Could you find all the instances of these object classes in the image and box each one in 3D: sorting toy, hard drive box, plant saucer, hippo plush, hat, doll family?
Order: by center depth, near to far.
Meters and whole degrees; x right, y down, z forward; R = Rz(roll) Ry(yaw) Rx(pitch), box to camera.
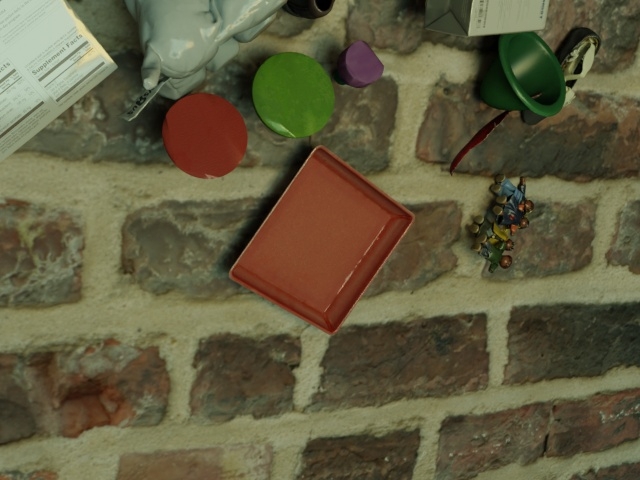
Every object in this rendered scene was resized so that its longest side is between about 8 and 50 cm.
[{"bbox_3d":[-0.218,-0.321,1.154,0.294,0.234,0.236,-42,96,-28],"label":"hippo plush"},{"bbox_3d":[-0.079,-0.195,1.323,0.365,0.126,0.127,-29,96,-22],"label":"sorting toy"},{"bbox_3d":[0.275,-0.422,1.396,0.232,0.089,0.181,-16,120,-44],"label":"hard drive box"},{"bbox_3d":[0.000,0.000,1.490,0.258,0.048,0.259,33,93,-37],"label":"plant saucer"},{"bbox_3d":[0.305,-0.258,1.568,0.208,0.183,0.173,-34,94,-45],"label":"hat"},{"bbox_3d":[0.349,-0.033,1.666,0.111,0.076,0.193,29,92,-32],"label":"doll family"}]

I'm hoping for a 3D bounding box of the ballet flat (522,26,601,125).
[{"bbox_3d":[0.443,-0.295,1.606,0.074,0.074,0.203,30,95,-36],"label":"ballet flat"}]

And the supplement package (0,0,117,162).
[{"bbox_3d":[-0.413,-0.202,1.057,0.262,0.204,0.145,-41,127,-9],"label":"supplement package"}]

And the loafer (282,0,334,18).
[{"bbox_3d":[0.021,-0.465,1.263,0.109,0.095,0.302,5,109,-30],"label":"loafer"}]
